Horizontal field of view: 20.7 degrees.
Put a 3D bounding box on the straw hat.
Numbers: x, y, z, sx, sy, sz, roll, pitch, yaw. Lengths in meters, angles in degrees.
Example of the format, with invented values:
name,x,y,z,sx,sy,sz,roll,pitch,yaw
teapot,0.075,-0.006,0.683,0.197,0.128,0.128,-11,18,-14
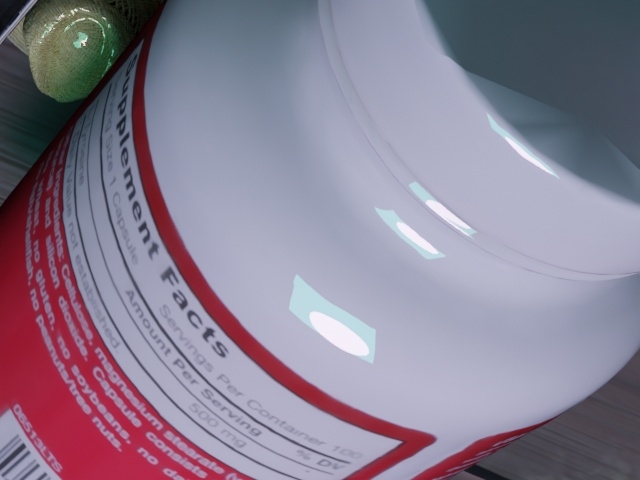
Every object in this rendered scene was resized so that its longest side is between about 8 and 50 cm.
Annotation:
name,x,y,z,sx,sy,sz,roll,pitch,yaw
straw hat,-0.108,-0.099,0.810,0.145,0.061,0.144,10,140,8

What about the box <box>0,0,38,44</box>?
name,x,y,z,sx,sy,sz,roll,pitch,yaw
box,-0.273,-0.128,0.751,0.257,0.079,0.322,20,150,-24

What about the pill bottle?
name,x,y,z,sx,sy,sz,roll,pitch,yaw
pill bottle,0.000,0.000,0.736,0.229,0.229,0.408,31,143,-15
